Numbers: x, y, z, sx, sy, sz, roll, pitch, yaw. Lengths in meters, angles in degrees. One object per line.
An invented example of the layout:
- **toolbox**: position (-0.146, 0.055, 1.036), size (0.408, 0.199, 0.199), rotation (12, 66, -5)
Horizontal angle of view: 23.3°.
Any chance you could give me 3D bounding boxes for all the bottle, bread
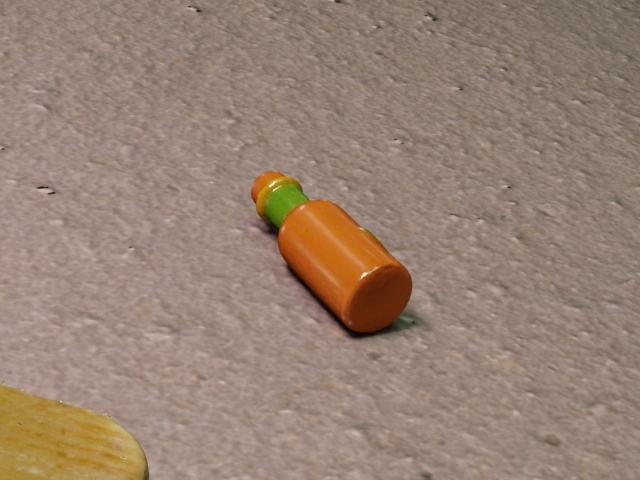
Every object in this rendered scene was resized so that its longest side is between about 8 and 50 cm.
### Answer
- **bottle**: position (0.000, 0.000, 1.279), size (0.069, 0.069, 0.187), rotation (-9, 37, -33)
- **bread**: position (-0.257, 0.142, 0.941), size (0.286, 0.056, 0.207), rotation (16, 26, 6)
